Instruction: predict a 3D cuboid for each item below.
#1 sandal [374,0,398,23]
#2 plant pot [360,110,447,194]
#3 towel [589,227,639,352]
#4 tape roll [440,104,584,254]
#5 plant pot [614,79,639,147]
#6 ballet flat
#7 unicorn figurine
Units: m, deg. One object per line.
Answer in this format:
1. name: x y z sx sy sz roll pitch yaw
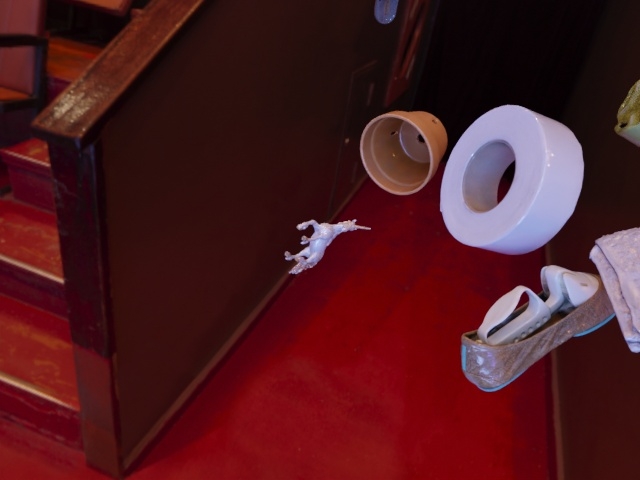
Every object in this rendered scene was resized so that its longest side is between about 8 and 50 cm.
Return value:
1. sandal: 0.187 -0.701 1.397 0.090 0.219 0.060 -9 54 -5
2. plant pot: 0.315 -0.332 1.775 0.291 0.291 0.203 28 43 28
3. towel: 0.505 0.032 0.616 0.282 0.049 0.187 -20 41 23
4. tape roll: 0.366 -0.116 0.994 0.100 0.286 0.286 11 29 -24
5. plant pot: 0.832 -0.273 1.117 0.254 0.276 0.276 26 34 5
6. ballet flat: 0.378 0.120 0.852 0.342 0.124 0.116 -29 18 -8
7. unicorn figurine: 0.000 0.000 0.970 0.111 0.162 0.060 -4 60 -40
